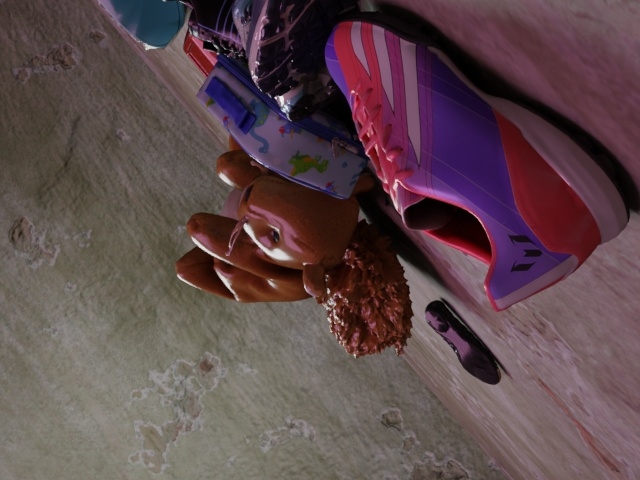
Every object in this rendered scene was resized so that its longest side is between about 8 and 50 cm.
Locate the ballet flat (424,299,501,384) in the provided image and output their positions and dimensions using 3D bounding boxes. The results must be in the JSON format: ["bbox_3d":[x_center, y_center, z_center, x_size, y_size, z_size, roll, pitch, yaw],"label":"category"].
[{"bbox_3d":[0.240,0.166,1.519,0.173,0.049,0.057,49,130,0],"label":"ballet flat"}]

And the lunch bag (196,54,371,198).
[{"bbox_3d":[-0.047,-0.145,1.132,0.176,0.090,0.219,21,-163,-39],"label":"lunch bag"}]

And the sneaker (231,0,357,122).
[{"bbox_3d":[-0.043,-0.201,0.864,0.122,0.110,0.283,52,175,8],"label":"sneaker"}]

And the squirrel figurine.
[{"bbox_3d":[0.000,0.000,1.421,0.397,0.281,0.370,32,166,-15],"label":"squirrel figurine"}]

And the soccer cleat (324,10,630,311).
[{"bbox_3d":[0.078,-0.073,0.690,0.318,0.116,0.109,45,173,41],"label":"soccer cleat"}]

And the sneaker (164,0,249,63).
[{"bbox_3d":[-0.090,-0.239,1.069,0.232,0.090,0.081,49,175,14],"label":"sneaker"}]

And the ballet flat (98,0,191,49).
[{"bbox_3d":[-0.300,-0.459,1.254,0.409,0.147,0.147,55,173,-24],"label":"ballet flat"}]

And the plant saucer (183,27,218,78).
[{"bbox_3d":[-0.150,-0.273,1.585,0.259,0.047,0.258,51,174,-11],"label":"plant saucer"}]
